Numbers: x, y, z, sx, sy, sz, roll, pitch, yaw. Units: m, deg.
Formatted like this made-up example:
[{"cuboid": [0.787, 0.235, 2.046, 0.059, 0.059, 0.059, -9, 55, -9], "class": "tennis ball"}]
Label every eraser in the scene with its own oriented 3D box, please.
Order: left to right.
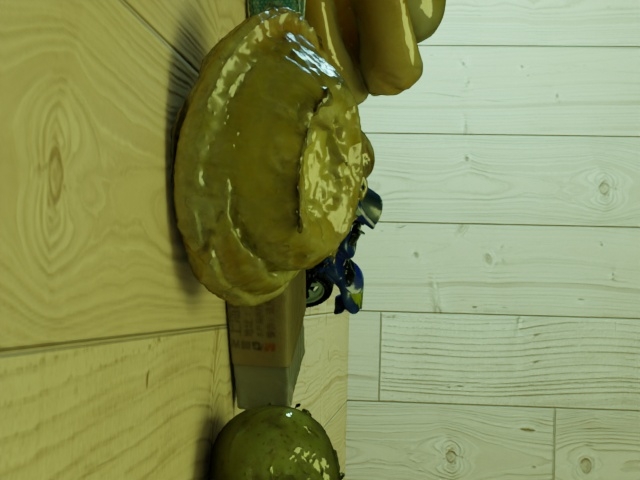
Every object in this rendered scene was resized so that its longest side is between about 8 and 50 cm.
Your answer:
[{"cuboid": [-0.063, 0.023, 1.380, 0.144, 0.078, 0.343, -75, 165, -60], "class": "eraser"}]

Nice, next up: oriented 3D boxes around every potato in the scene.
[{"cuboid": [-0.045, 0.260, 1.284, 0.248, 0.143, 0.169, 78, 25, -69], "class": "potato"}]

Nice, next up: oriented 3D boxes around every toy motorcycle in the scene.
[{"cuboid": [0.000, 0.000, 1.556, 0.315, 0.169, 0.113, 82, 9, -53], "class": "toy motorcycle"}]

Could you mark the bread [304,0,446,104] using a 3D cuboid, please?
[{"cuboid": [0.062, -0.377, 1.681, 0.329, 0.245, 0.424, 82, 15, -61], "class": "bread"}]

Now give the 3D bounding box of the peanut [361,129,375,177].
[{"cuboid": [-0.016, -0.136, 1.421, 0.193, 0.089, 0.089, 48, -4, 12], "class": "peanut"}]

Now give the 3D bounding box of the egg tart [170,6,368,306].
[{"cuboid": [-0.031, -0.075, 1.134, 0.290, 0.115, 0.290, 11, 90, -67], "class": "egg tart"}]

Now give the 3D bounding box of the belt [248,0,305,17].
[{"cuboid": [-0.047, -0.204, 1.506, 0.087, 0.072, 0.302, -88, 176, -62], "class": "belt"}]
